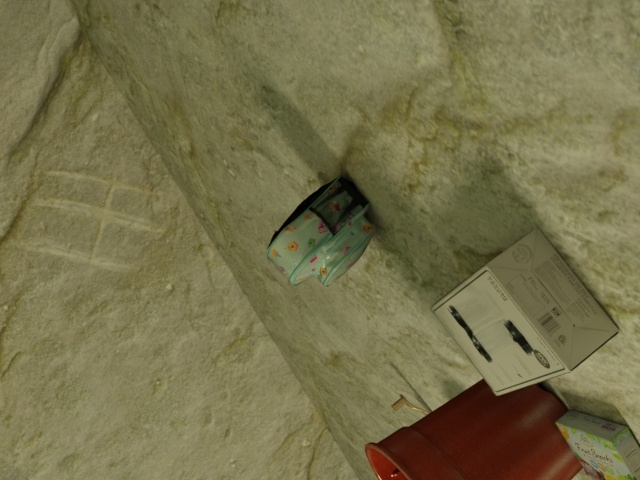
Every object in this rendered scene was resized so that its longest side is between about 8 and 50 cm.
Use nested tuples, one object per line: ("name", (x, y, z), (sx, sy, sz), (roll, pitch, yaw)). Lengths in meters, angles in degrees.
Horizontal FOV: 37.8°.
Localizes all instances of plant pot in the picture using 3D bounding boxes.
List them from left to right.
("plant pot", (0.256, 0.351, 1.470), (0.272, 0.265, 0.272), (49, 164, 20))

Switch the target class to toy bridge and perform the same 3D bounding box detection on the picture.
("toy bridge", (0.235, 0.417, 2.073), (0.188, 0.063, 0.026), (53, 165, 4))

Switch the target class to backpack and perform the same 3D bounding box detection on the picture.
("backpack", (0.000, 0.000, 1.654), (0.144, 0.188, 0.166), (53, 164, 9))

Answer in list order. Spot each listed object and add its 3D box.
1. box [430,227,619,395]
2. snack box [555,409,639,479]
("box", (0.262, 0.106, 1.264), (0.169, 0.087, 0.290), (53, 165, 9))
("snack box", (0.407, 0.301, 1.333), (0.100, 0.037, 0.141), (59, 165, -9))
